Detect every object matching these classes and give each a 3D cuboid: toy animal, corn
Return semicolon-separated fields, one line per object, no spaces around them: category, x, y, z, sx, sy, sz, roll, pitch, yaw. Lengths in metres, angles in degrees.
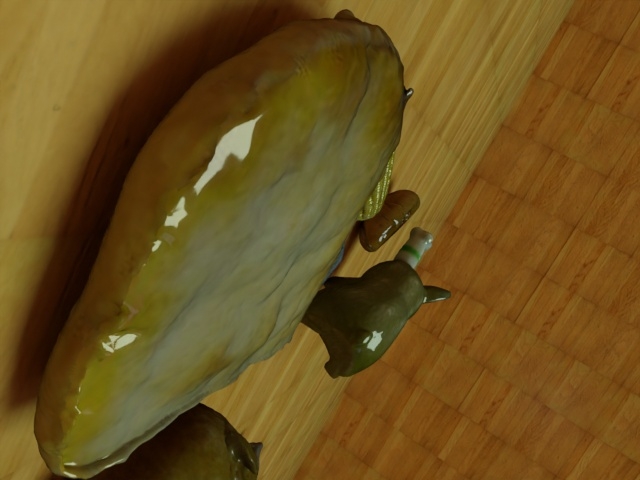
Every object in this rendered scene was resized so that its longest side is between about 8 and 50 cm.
toy animal;0.118;0.124;1.104;0.180;0.181;0.363;-31;180;43
corn;0.066;-0.112;0.792;0.081;0.081;0.248;-52;163;-22

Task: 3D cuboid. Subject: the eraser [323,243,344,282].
eraser;0.000;0.000;0.865;0.092;0.046;0.212;-50;163;-26

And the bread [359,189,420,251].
bread;0.140;-0.049;1.154;0.189;0.077;0.114;-37;174;-37

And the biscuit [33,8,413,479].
biscuit;-0.067;-0.007;0.542;0.429;0.104;0.446;-24;145;-58

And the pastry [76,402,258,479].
pastry;-0.213;0.357;0.681;0.356;0.164;0.356;-54;167;-19

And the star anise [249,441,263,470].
star anise;-0.201;0.518;1.138;0.257;0.111;0.198;12;94;-81
